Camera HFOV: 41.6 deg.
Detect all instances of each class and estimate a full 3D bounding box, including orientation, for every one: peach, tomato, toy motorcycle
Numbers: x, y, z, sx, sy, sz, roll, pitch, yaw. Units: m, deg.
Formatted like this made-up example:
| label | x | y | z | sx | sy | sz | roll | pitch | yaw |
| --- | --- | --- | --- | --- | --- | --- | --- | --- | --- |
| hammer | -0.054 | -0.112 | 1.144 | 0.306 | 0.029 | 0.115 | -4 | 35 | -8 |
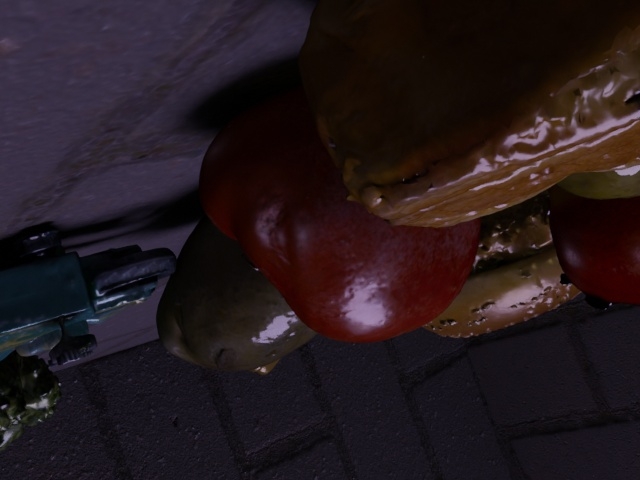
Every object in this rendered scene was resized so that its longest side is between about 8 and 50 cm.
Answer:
| label | x | y | z | sx | sy | sz | roll | pitch | yaw |
| --- | --- | --- | --- | --- | --- | --- | --- | --- | --- |
| peach | 0.401 | -0.084 | 0.919 | 0.362 | 0.201 | 0.257 | -16 | -140 | 35 |
| tomato | 0.018 | -0.023 | 0.547 | 0.151 | 0.187 | 0.187 | -34 | 171 | 14 |
| toy motorcycle | -0.272 | 0.068 | 0.731 | 0.297 | 0.109 | 0.198 | -16 | 176 | -26 |

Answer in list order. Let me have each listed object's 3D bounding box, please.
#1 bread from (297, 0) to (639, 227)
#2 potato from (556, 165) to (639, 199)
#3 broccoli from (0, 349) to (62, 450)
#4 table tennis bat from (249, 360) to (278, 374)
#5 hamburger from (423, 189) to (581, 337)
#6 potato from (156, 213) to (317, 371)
| label | x | y | z | sx | sy | sz | roll | pitch | yaw |
| --- | --- | --- | --- | --- | --- | --- | --- | --- | --- |
| bread | 0.140 | -0.106 | 0.372 | 0.295 | 0.132 | 0.167 | -22 | 173 | 26 |
| potato | 0.258 | -0.115 | 0.602 | 0.229 | 0.148 | 0.197 | -21 | -173 | 24 |
| broccoli | -0.418 | 0.192 | 0.870 | 0.288 | 0.235 | 0.259 | -3 | 130 | -43 |
| table tennis bat | 0.015 | 0.043 | 1.070 | 0.321 | 0.050 | 0.198 | -47 | -160 | -11 |
| hamburger | 0.312 | 0.010 | 1.454 | 0.446 | 0.268 | 0.287 | -20 | 170 | 13 |
| potato | -0.068 | 0.038 | 0.809 | 0.235 | 0.160 | 0.178 | -41 | 173 | 35 |
